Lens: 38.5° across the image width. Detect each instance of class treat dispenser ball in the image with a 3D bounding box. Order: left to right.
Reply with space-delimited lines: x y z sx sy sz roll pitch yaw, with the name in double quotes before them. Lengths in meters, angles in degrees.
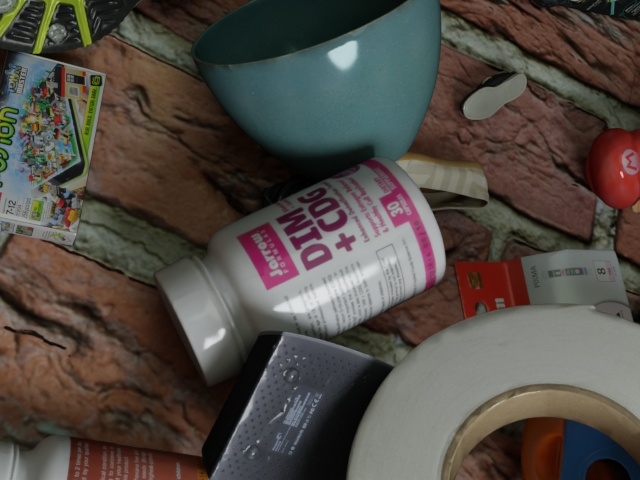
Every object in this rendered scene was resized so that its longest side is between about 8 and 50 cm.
"treat dispenser ball" 0.373 0.250 1.028 0.288 0.288 0.288 9 66 -21

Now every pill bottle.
"pill bottle" -0.212 0.250 0.864 0.216 0.121 0.121 14 64 -19
"pill bottle" -0.023 0.035 0.988 0.283 0.160 0.160 -26 81 -14

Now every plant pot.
"plant pot" 0.018 -0.186 1.087 0.290 0.290 0.195 -40 124 -31

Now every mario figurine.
"mario figurine" 0.526 -0.112 1.312 0.321 0.170 0.198 -4 36 -33

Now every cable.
"cable" 0.000 0.000 1.112 0.184 0.047 0.150 35 67 -3

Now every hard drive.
"hard drive" 0.003 0.189 0.943 0.255 0.054 0.172 27 89 -42

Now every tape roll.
"tape roll" 0.216 0.240 0.845 0.392 0.072 0.392 -5 57 7

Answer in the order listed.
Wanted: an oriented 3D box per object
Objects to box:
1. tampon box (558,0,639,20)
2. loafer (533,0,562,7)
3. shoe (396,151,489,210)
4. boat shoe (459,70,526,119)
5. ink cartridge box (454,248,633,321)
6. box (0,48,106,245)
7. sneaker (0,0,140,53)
"tampon box" 0.461 -0.433 1.447 0.161 0.120 0.101 4 68 -23
"loafer" 0.293 -0.447 1.395 0.223 0.076 0.078 47 18 -2
"shoe" 0.126 -0.070 1.174 0.219 0.076 0.058 -1 65 -27
"boat shoe" 0.239 -0.209 1.304 0.125 0.038 0.046 -33 127 -26
"ink cartridge box" 0.303 0.106 1.195 0.232 0.066 0.189 2 69 -28
"box" -0.311 -0.104 1.015 0.114 0.036 0.207 12 65 -19
"sneaker" -0.278 -0.335 1.084 0.385 0.145 0.147 -29 49 -33
